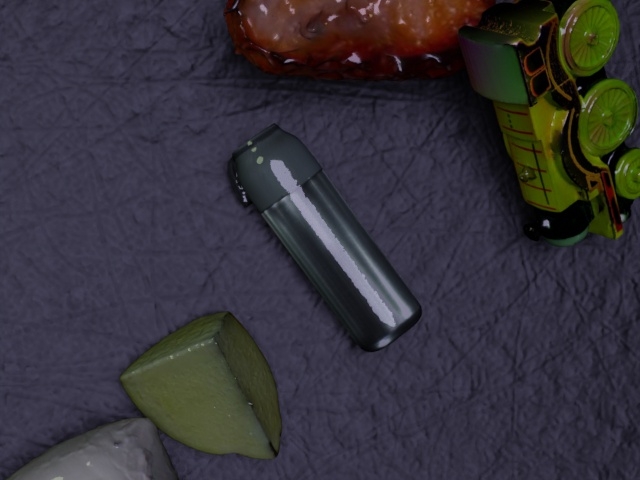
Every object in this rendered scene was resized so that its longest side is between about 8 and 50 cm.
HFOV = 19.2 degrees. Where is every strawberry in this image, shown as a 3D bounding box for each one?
[{"bbox_3d":[0.045,-0.243,1.922,0.253,0.150,0.280,36,72,-11],"label":"strawberry"}]

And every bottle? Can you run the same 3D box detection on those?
[{"bbox_3d":[0.000,0.000,1.952,0.096,0.079,0.253,-34,94,31],"label":"bottle"}]

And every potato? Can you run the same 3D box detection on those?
[{"bbox_3d":[-0.116,0.159,1.943,0.120,0.081,0.149,-20,108,22],"label":"potato"}]

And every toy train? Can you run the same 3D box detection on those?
[{"bbox_3d":[0.242,-0.123,1.915,0.160,0.100,0.296,-36,124,-24],"label":"toy train"}]

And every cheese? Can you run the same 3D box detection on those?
[{"bbox_3d":[-0.216,0.291,1.868,0.198,0.154,0.189,-30,71,-4],"label":"cheese"}]
